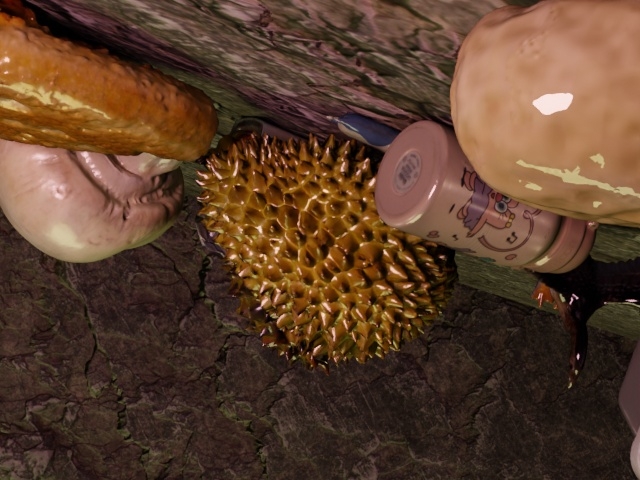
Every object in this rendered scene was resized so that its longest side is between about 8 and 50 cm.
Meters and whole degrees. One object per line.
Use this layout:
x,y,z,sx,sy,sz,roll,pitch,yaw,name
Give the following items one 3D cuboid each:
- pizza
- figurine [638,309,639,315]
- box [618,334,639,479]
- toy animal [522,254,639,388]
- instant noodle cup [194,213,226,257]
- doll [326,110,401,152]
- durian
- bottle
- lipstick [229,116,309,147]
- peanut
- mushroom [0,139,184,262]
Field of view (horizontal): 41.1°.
-0.296,-0.161,0.807,0.409,0.114,0.278,19,176,-7,pizza
0.506,0.102,1.234,0.108,0.114,0.196,-6,-170,-4,figurine
0.319,0.077,0.619,0.163,0.243,0.135,16,-171,3,box
0.293,0.062,0.943,0.272,0.197,0.160,13,180,-4,toy animal
-0.054,-0.044,1.189,0.125,0.208,0.177,-10,115,52,instant noodle cup
0.062,-0.093,0.799,0.125,0.027,0.037,19,-175,-24,doll
0.004,0.006,0.888,0.258,0.258,0.293,14,147,48,durian
0.153,-0.025,0.773,0.209,0.097,0.110,20,143,-30,bottle
0.005,-0.071,1.047,0.253,0.077,0.079,20,177,-34,lipstick
0.175,-0.035,0.344,0.257,0.123,0.123,14,176,17,peanut
-0.257,-0.101,1.029,0.254,0.234,0.260,39,-151,-36,mushroom
